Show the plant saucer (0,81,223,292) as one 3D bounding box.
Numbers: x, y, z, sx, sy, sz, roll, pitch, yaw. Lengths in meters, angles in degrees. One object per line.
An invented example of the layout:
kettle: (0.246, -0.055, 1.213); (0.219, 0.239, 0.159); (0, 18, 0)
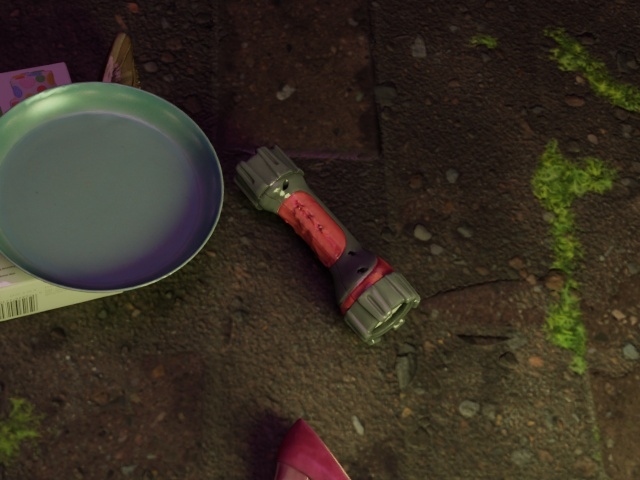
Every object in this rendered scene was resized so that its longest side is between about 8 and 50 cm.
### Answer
plant saucer: (-0.284, -0.065, 1.661); (0.318, 0.043, 0.317); (5, 58, -8)

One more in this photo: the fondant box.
fondant box: (-0.415, -0.064, 1.716); (0.238, 0.096, 0.330); (-13, 64, -17)

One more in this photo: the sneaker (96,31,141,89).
sneaker: (-0.284, -0.207, 1.848); (0.071, 0.066, 0.188); (18, 63, -18)

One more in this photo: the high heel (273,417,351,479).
high heel: (0.060, 0.304, 1.588); (0.244, 0.082, 0.117); (14, 68, 14)

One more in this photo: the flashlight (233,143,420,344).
flashlight: (0.000, 0.000, 1.741); (0.103, 0.103, 0.304); (-36, 72, -22)
